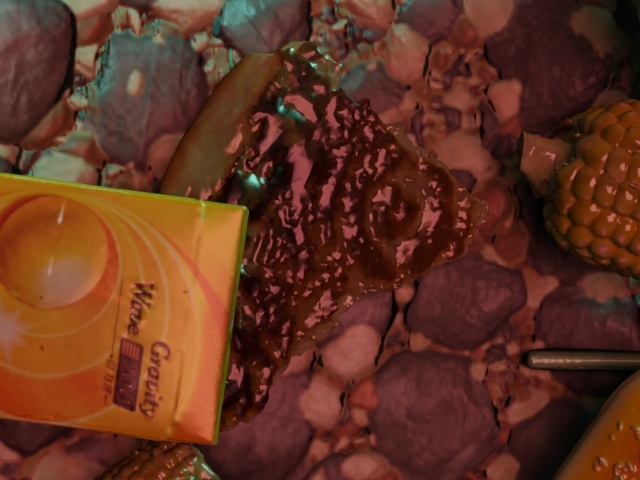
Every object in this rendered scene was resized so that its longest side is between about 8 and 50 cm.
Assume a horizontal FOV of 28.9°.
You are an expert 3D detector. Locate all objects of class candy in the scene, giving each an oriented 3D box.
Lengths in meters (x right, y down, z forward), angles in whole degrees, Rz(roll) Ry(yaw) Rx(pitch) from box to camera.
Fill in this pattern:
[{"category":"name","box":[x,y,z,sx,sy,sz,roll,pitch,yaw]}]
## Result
[{"category":"candy","box":[0.307,0.094,0.923,0.323,0.097,0.097,2,87,-7]}]

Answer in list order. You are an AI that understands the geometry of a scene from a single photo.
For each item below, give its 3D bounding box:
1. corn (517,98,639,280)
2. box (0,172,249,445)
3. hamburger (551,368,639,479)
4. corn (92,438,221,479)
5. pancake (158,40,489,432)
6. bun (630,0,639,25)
[{"category":"corn","box":[0.301,-0.009,0.867,0.347,0.130,0.130,18,82,2]},{"category":"box","box":[-0.187,0.035,0.767,0.269,0.043,0.152,7,87,-1]},{"category":"hamburger","box":[0.250,0.179,0.858,0.173,0.116,0.210,33,98,-11]},{"category":"corn","box":[-0.179,0.233,0.768,0.288,0.086,0.086,-41,98,-14]},{"category":"pancake","box":[0.000,0.000,0.856,0.244,0.057,0.266,5,90,-24]},{"category":"bun","box":[0.312,-0.184,0.877,0.293,0.187,0.293,18,58,-31]}]
